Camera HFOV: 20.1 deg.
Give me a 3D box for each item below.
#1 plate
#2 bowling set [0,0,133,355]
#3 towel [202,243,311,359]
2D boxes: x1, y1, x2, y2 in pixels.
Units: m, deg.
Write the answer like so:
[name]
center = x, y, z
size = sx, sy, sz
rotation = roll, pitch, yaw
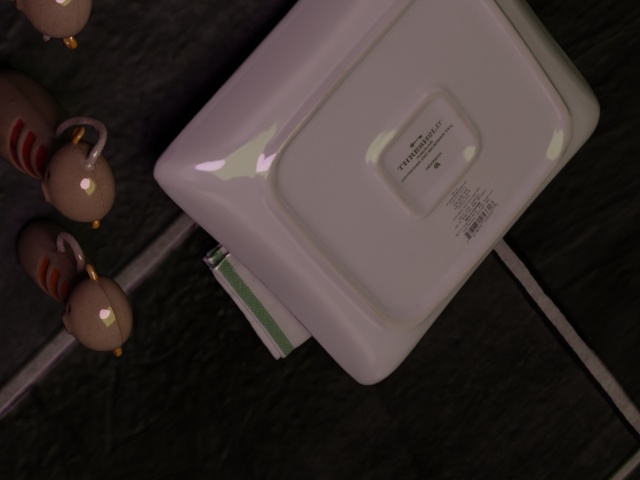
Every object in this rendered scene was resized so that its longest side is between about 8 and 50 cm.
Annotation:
[plate]
center = 0.061, -0.064, 1.222
size = 0.277, 0.045, 0.278
rotation = -50, 131, -8
[bowling set]
center = -0.217, -0.035, 1.018
size = 0.200, 0.154, 0.287
rotation = -23, 124, -20
[towel]
center = 0.000, 0.000, 1.258
size = 0.152, 0.023, 0.113
rotation = -41, 131, -9
